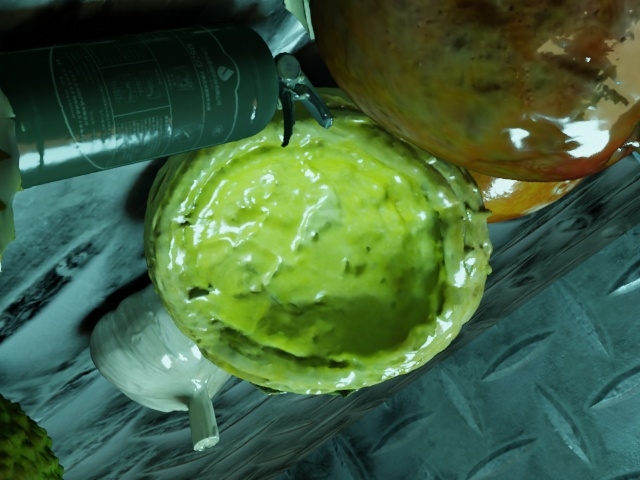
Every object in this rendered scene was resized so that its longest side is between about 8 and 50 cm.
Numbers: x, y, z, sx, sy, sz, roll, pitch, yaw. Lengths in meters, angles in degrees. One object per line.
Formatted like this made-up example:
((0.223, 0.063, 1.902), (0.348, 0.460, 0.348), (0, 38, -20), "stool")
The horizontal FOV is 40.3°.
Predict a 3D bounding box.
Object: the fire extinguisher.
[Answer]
((-0.125, -0.103, 0.657), (0.311, 0.115, 0.095), (-20, -176, -35), "fire extinguisher")

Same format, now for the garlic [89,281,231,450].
((-0.167, 0.162, 1.105), (0.218, 0.212, 0.219), (-22, 158, -10), "garlic")

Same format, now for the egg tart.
((0.000, 0.000, 0.894), (0.345, 0.345, 0.132), (-37, -167, 17), "egg tart")

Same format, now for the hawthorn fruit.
((0.144, -0.151, 0.534), (0.276, 0.298, 0.277), (-27, 161, -10), "hawthorn fruit")

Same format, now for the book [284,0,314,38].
((0.074, -0.300, 0.570), (0.260, 0.043, 0.371), (-31, 161, -5), "book")

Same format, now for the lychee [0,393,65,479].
((-0.427, 0.294, 0.967), (0.320, 0.270, 0.270), (33, 122, -24), "lychee")

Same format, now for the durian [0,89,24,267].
((-0.264, -0.066, 0.443), (0.305, 0.185, 0.196), (42, 67, -36), "durian")

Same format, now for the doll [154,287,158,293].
((-0.084, 0.015, 1.038), (0.241, 0.099, 0.135), (-16, 179, -35), "doll")

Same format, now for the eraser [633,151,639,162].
((0.379, -0.187, 1.063), (0.092, 0.213, 0.046), (-43, 157, 30), "eraser")

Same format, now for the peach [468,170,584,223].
((0.194, -0.135, 0.931), (0.243, 0.199, 0.243), (-22, 143, -18), "peach")
